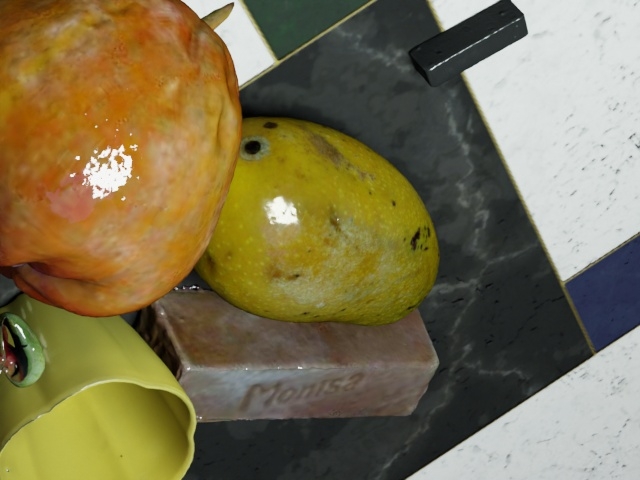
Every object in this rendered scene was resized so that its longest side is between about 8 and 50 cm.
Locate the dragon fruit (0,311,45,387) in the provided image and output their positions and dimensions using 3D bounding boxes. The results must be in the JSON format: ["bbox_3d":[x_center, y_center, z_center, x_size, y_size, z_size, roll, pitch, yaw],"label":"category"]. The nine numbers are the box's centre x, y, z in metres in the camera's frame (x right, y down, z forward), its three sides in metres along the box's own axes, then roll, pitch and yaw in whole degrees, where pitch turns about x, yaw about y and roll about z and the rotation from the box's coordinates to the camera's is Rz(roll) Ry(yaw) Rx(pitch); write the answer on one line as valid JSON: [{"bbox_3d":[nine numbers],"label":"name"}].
[{"bbox_3d":[-0.378,0.049,1.326,0.272,0.218,0.198,-11,88,-28],"label":"dragon fruit"}]

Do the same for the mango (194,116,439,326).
[{"bbox_3d":[0.005,-0.002,1.532,0.329,0.176,0.176,24,151,-39],"label":"mango"}]

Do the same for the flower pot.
[{"bbox_3d":[-0.233,0.144,1.508,0.195,0.179,0.195,-17,134,-19],"label":"flower pot"}]

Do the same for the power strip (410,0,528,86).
[{"bbox_3d":[0.141,-0.185,1.540,0.111,0.038,0.029,-29,137,-4],"label":"power strip"}]

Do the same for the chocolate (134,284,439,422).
[{"bbox_3d":[-0.028,0.118,1.655,0.321,0.112,0.112,2,128,-31],"label":"chocolate"}]

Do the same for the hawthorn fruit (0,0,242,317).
[{"bbox_3d":[-0.178,-0.100,1.286,0.298,0.277,0.277,-44,138,-15],"label":"hawthorn fruit"}]
